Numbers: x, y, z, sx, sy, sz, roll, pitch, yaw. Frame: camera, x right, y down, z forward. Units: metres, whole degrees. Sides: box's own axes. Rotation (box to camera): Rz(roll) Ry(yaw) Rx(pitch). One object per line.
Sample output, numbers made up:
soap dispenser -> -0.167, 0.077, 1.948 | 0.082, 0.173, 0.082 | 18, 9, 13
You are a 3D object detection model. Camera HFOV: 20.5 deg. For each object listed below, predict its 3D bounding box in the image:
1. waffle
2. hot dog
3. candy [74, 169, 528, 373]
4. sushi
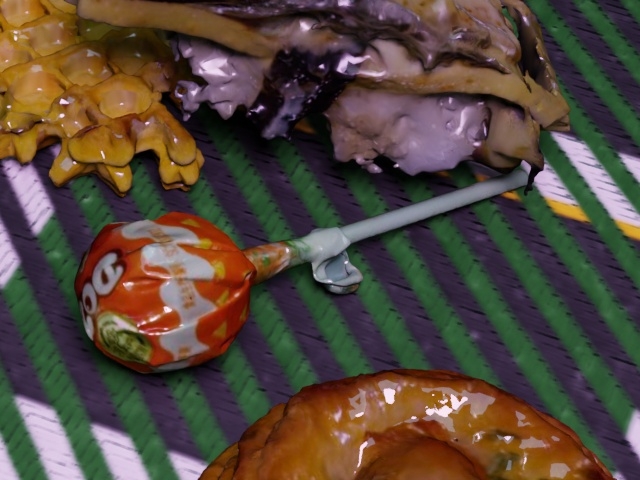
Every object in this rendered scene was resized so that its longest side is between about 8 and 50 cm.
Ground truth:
waffle -> -0.120, -0.121, 1.043 | 0.228, 0.051, 0.232 | 4, 47, 1
hot dog -> 0.049, 0.174, 0.750 | 0.196, 0.122, 0.272 | -9, 48, -15
candy -> -0.001, 0.000, 0.946 | 0.287, 0.078, 0.084 | -19, 32, -33
sushi -> 0.004, -0.124, 0.962 | 0.291, 0.131, 0.139 | 15, 37, -14
